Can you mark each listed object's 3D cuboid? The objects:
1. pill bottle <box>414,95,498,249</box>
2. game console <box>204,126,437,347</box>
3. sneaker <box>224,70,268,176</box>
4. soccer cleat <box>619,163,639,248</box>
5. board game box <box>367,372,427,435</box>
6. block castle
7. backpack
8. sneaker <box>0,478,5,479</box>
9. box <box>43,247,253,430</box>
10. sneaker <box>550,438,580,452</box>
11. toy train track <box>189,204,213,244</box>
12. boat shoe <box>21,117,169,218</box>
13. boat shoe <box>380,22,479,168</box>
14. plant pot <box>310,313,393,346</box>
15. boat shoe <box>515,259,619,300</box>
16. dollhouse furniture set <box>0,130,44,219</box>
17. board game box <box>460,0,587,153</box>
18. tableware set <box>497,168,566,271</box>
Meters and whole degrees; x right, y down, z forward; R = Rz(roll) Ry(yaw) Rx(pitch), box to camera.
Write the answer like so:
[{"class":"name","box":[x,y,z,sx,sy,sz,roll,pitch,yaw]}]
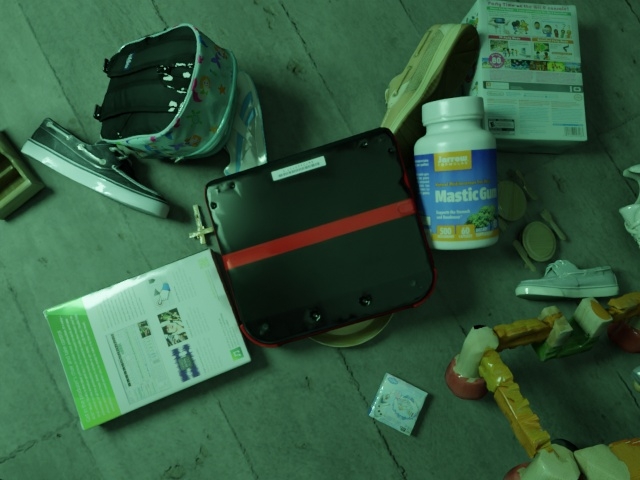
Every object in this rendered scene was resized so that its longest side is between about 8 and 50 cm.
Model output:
[{"class":"pill bottle","box":[0.259,-0.127,0.854,0.152,0.152,0.272,-7,99,-6]},{"class":"game console","box":[0.000,0.000,0.842,0.386,0.060,0.342,-17,85,3]},{"class":"sneaker","box":[-0.160,-0.232,0.896,0.092,0.087,0.229,-7,81,-4]},{"class":"soccer cleat","box":[0.713,-0.010,0.943,0.143,0.116,0.332,1,80,11]},{"class":"board game box","box":[0.153,0.323,0.882,0.090,0.020,0.090,27,81,-1]},{"class":"block castle","box":[0.490,0.278,0.789,0.453,0.213,0.303,-12,46,-9]},{"class":"backpack","box":[-0.260,-0.258,0.807,0.191,0.253,0.225,19,77,-48]},{"class":"sneaker","box":[-0.491,0.589,0.679,0.257,0.169,0.448,-29,83,13]},{"class":"box","box":[-0.318,0.179,0.842,0.321,0.058,0.232,-21,85,-9]},{"class":"sneaker","box":[0.552,0.490,0.870,0.124,0.107,0.283,-33,89,-25]},{"class":"toy train track","box":[-0.243,-0.031,0.898,0.048,0.014,0.083,-15,78,0]},{"class":"boat shoe","box":[-0.415,-0.143,0.856,0.301,0.108,0.102,26,82,6]},{"class":"boat shoe","box":[0.197,-0.293,0.930,0.110,0.121,0.341,34,91,41]},{"class":"plant pot","box":[0.040,0.093,0.897,0.236,0.032,0.237,1,82,-4]},{"class":"boat shoe","box":[0.506,0.082,0.923,0.227,0.079,0.081,0,76,-11]},{"class":"dollhouse furniture set","box":[-0.633,-0.139,0.755,0.212,0.242,0.161,-38,87,1]},{"class":"board game box","box":[0.431,-0.348,0.959,0.223,0.097,0.304,1,84,-6]},{"class":"tableware set","box":[0.423,-0.038,0.947,0.128,0.039,0.194,-38,93,-20]}]
